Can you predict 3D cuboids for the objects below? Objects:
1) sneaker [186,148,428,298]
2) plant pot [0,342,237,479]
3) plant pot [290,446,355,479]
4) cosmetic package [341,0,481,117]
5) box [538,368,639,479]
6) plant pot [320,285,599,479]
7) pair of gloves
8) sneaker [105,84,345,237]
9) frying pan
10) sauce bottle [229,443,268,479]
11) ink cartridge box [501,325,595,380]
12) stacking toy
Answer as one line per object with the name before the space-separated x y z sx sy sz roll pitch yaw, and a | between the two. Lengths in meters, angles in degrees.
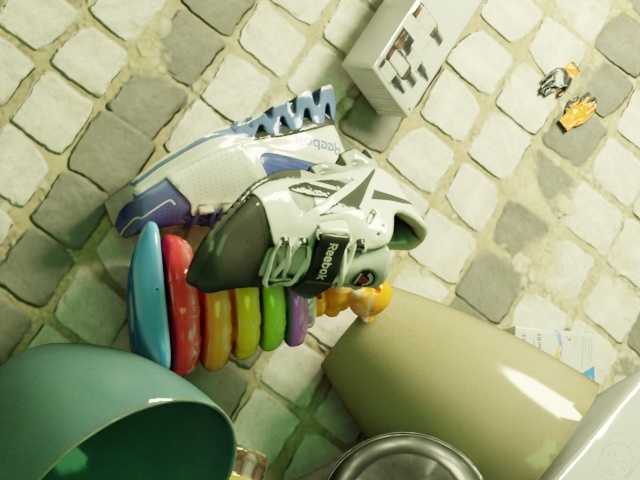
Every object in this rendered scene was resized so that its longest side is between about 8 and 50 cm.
sneaker | 0.000 0.000 1.751 0.146 0.122 0.330 43 42 20
plant pot | -0.261 0.221 1.698 0.290 0.290 0.195 -28 52 -25
plant pot | 0.022 0.343 1.859 0.187 0.188 0.167 -24 81 -25
cosmetic package | 0.129 -0.279 2.053 0.239 0.060 0.099 -58 134 -20
box | 0.348 0.352 1.959 0.215 0.168 0.345 47 59 1
plant pot | 0.145 0.185 1.917 0.274 0.256 0.256 39 67 4
pair of gloves | 0.336 -0.196 2.176 0.074 0.010 0.083 -36 95 -24
sneaker | -0.077 -0.051 1.905 0.315 0.127 0.182 -26 90 -27
frying pan | 0.143 0.337 1.743 0.326 0.053 0.197 35 71 16
sauce bottle | -0.152 0.394 1.804 0.111 0.111 0.344 22 72 -19
ink cartridge box | 0.289 0.161 2.071 0.122 0.052 0.088 6 79 -21
stacking toy | -0.066 0.069 1.834 0.302 0.166 0.175 -5 72 -11
